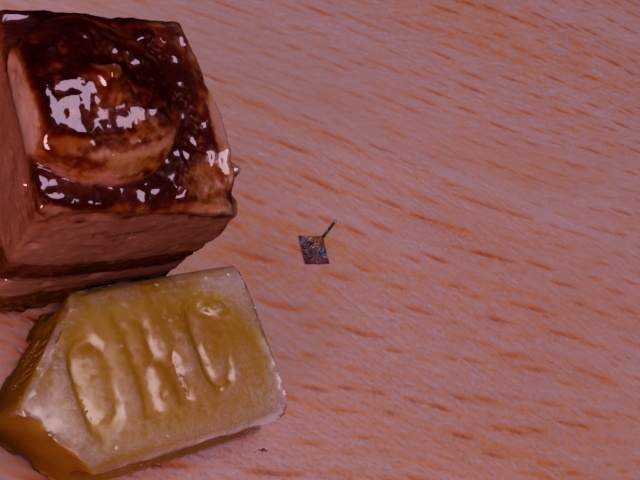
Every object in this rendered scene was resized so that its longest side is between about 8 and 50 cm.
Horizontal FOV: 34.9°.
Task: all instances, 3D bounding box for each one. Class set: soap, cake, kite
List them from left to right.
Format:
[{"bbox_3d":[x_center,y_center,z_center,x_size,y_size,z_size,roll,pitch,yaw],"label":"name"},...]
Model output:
[{"bbox_3d":[-0.192,-0.077,0.850,0.199,0.293,0.196,-5,70,-36],"label":"cake"},{"bbox_3d":[-0.166,0.121,0.903,0.258,0.080,0.160,-10,73,-42],"label":"soap"},{"bbox_3d":[0.003,0.005,1.159,0.078,0.002,0.044,-25,83,-44],"label":"kite"}]

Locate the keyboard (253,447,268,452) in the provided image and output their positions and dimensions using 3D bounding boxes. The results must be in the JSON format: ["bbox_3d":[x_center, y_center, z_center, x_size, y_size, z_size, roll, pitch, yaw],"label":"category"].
[{"bbox_3d":[-0.018,0.378,0.915,0.103,0.041,0.381,-15,82,-43],"label":"keyboard"}]
